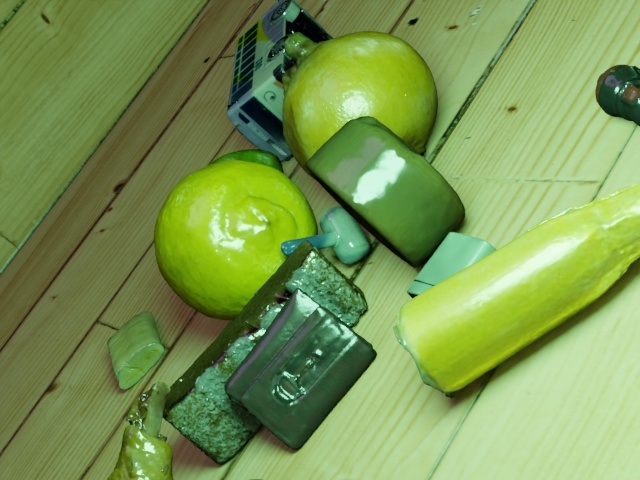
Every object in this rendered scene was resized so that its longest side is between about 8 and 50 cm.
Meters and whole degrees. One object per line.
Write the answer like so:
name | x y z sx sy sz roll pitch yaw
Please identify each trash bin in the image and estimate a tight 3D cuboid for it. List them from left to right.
trash bin | 0.221 0.057 1.747 0.130 0.059 0.116 -53 30 -12

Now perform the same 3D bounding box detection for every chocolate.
chocolate | 0.326 0.059 1.527 0.445 0.162 0.162 -33 30 17

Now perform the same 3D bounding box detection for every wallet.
wallet | -0.039 0.223 1.807 0.229 0.182 0.049 -52 -10 -1

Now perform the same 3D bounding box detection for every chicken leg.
chicken leg | -0.266 0.439 1.754 0.295 0.182 0.410 -12 64 41

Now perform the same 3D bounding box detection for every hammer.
hammer | 0.000 0.000 1.988 0.116 0.193 0.069 60 137 20

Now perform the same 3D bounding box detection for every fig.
fig | -0.168 -0.086 2.424 0.203 0.203 0.235 -20 78 42

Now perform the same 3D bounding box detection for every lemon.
lemon | -0.172 0.001 2.099 0.348 0.348 0.348 -35 30 24

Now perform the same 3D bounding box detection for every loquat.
loquat | 0.060 -0.279 2.108 0.328 0.359 0.328 -43 -5 -5

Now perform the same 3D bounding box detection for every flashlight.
flashlight | 0.515 -0.204 1.634 0.093 0.093 0.232 -43 28 9

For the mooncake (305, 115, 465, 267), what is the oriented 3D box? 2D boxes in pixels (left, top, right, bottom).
mooncake | 0.119 -0.091 1.848 0.155 0.284 0.284 -49 27 -1

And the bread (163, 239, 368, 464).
bread | -0.103 0.206 1.909 0.416 0.165 0.113 -48 22 1

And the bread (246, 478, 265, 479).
bread | -0.120 0.440 1.719 0.113 0.082 0.060 -45 30 13

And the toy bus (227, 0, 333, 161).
toy bus | -0.095 -0.403 2.627 0.249 0.209 0.440 -37 29 23

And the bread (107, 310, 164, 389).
bread | -0.431 0.248 2.430 0.139 0.060 0.178 -46 27 3
